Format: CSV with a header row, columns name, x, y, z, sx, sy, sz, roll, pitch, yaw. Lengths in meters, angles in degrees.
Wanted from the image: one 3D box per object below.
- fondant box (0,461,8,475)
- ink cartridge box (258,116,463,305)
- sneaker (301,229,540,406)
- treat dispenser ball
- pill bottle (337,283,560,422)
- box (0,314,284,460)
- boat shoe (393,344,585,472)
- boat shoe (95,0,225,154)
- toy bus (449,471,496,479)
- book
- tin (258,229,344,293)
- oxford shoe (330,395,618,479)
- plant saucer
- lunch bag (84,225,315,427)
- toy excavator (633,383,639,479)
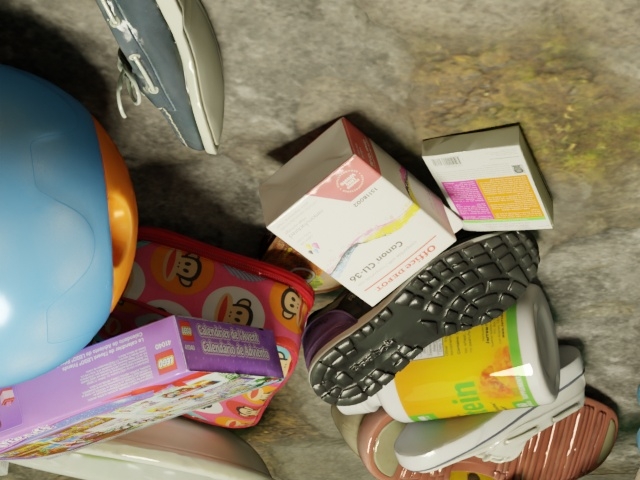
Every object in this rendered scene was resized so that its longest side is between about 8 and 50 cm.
name,x,y,z,sx,sy,sz,roll,pitch,yaw
fondant box,-0.583,0.216,1.915,0.238,0.096,0.330,-11,146,21
ink cartridge box,0.049,-0.016,1.458,0.115,0.067,0.198,-39,128,19
sneaker,0.095,0.050,1.610,0.283,0.124,0.107,-33,125,9
treat dispenser ball,-0.305,-0.013,1.315,0.288,0.288,0.288,1,150,1
pill bottle,0.137,0.133,1.695,0.245,0.136,0.136,-10,148,19
box,-0.208,0.148,1.454,0.293,0.057,0.201,-21,166,20
boat shoe,0.205,0.215,1.756,0.096,0.267,0.088,12,125,53
boat shoe,-0.137,-0.161,1.244,0.079,0.095,0.254,-6,148,9
toy bus,0.231,0.416,2.134,0.104,0.191,0.202,-14,102,24
book,0.166,-0.057,1.474,0.096,0.035,0.144,-6,149,20
tin,0.000,0.000,1.575,0.106,0.040,0.190,15,148,-15
oxford shoe,0.200,0.224,1.896,0.397,0.140,0.146,9,-167,-30
plant saucer,-0.240,0.244,1.869,0.400,0.101,0.400,9,164,3
lunch bag,-0.160,0.098,1.642,0.258,0.120,0.293,18,153,-9
toy excavator,0.436,0.276,1.753,0.433,0.222,0.445,-1,143,-8
